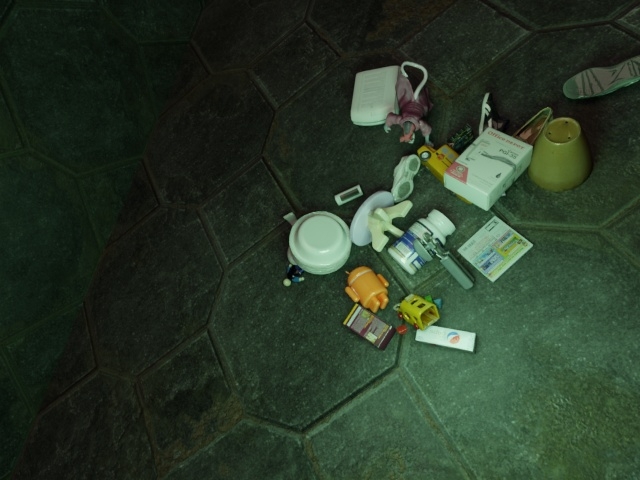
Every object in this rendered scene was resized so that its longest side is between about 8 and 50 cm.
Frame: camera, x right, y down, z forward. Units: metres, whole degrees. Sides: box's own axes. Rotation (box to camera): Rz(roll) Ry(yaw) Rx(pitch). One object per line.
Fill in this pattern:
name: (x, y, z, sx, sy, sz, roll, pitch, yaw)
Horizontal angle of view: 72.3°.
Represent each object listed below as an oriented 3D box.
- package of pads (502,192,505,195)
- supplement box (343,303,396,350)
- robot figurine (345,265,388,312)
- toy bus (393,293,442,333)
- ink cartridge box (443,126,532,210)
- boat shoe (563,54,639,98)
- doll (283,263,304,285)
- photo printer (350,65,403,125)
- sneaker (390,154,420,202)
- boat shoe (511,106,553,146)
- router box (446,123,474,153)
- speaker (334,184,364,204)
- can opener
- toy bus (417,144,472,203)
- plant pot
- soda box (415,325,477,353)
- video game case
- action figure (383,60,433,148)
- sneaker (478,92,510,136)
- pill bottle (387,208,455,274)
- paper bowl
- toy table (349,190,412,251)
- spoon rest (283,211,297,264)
package of pads: (0.744, -0.223, 1.839, 0.050, 0.032, 0.083, -9, 64, 21)
supplement box: (0.205, 0.359, 1.818, 0.188, 0.081, 0.104, 30, 83, 33)
robot figurine: (0.201, 0.200, 1.866, 0.158, 0.128, 0.219, -41, 58, 8)
toy bus: (0.365, 0.262, 1.716, 0.202, 0.104, 0.191, -12, 28, 22)
ink cartridge box: (0.662, -0.290, 1.737, 0.283, 0.117, 0.207, -45, 57, -10)
boat shoe: (1.174, -0.656, 1.790, 0.321, 0.103, 0.118, -16, 81, 26)
doll: (-0.107, 0.147, 2.086, 0.189, 0.046, 0.129, -44, 48, 4)
photo printer: (0.289, -0.731, 2.245, 0.256, 0.107, 0.307, -2, 68, 25)
sneaker: (0.378, -0.286, 2.030, 0.232, 0.091, 0.115, -66, 26, 2)
boat shoe: (0.862, -0.437, 1.841, 0.285, 0.089, 0.105, -49, 57, 0)
router box: (0.627, -0.447, 1.960, 0.122, 0.092, 0.038, -41, 57, 6)
speaker: (0.139, -0.220, 2.125, 0.136, 0.055, 0.055, -23, 60, 16)
can opener: (0.484, 0.086, 1.732, 0.283, 0.076, 0.095, 48, 123, -4)
toy bus: (0.571, -0.306, 1.915, 0.130, 0.108, 0.332, -39, 57, 5)
plant pot: (0.921, -0.350, 1.676, 0.237, 0.254, 0.236, -10, 64, 21)
soda box: (0.481, 0.376, 1.679, 0.216, 0.074, 0.069, 6, 71, 28)
video game case: (0.697, 0.033, 1.755, 0.212, 0.023, 0.193, -43, 56, 2)
action figure: (0.434, -0.586, 2.001, 0.248, 0.275, 0.369, 13, 53, 2)
sneaker: (0.781, -0.554, 1.947, 0.121, 0.079, 0.216, 7, 80, 25)
pill bottle: (0.423, 0.004, 1.826, 0.265, 0.153, 0.153, -44, 56, 2)
paper bowl: (0.000, 0.000, 1.984, 0.285, 0.148, 0.283, 0, 64, -1)
toy table: (0.269, -0.078, 1.906, 0.161, 0.252, 0.274, 30, 94, 50)
spoon rest: (-0.114, -0.004, 2.133, 0.137, 0.084, 0.276, -26, 57, 19)
